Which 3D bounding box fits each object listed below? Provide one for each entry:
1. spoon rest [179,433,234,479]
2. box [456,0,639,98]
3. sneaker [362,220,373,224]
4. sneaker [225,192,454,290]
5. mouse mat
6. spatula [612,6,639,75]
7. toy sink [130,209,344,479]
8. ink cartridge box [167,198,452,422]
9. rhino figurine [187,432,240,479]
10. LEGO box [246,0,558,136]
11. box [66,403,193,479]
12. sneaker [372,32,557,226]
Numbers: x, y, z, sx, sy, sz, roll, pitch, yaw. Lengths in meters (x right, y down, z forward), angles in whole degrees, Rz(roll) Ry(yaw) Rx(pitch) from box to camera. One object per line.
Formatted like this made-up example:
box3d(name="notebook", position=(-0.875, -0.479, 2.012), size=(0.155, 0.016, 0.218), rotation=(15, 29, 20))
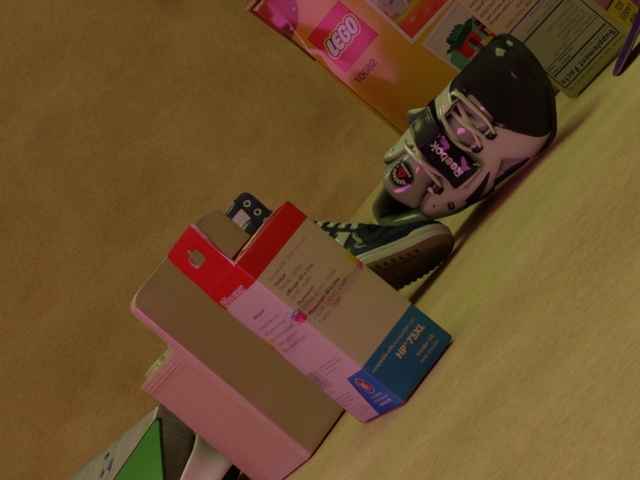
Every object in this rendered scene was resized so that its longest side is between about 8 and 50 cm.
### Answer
box3d(name="spoon rest", position=(-0.089, 0.209, 1.891), size=(0.084, 0.137, 0.276), rotation=(94, -160, -51))
box3d(name="box", position=(0.263, -0.321, 2.058), size=(0.117, 0.243, 0.213), rotation=(-47, 3, 40))
box3d(name="sneaker", position=(0.025, 0.080, 2.192), size=(0.215, 0.083, 0.084), rotation=(-54, 1, 24))
box3d(name="sneaker", position=(0.000, 0.000, 1.985), size=(0.282, 0.153, 0.099), rotation=(-24, -24, 14))
box3d(name="mouse mat", position=(-0.203, 0.290, 1.892), size=(0.152, 0.007, 0.189), rotation=(-55, 23, 20))
box3d(name="spatula", position=(0.390, -0.293, 1.849), size=(0.296, 0.030, 0.084), rotation=(-50, 0, 4))
box3d(name="toy sink", position=(-0.084, 0.112, 1.813), size=(0.153, 0.234, 0.131), rotation=(-53, 4, -35))
box3d(name="ink cartridge box", position=(-0.014, 0.049, 1.537), size=(0.078, 0.231, 0.134), rotation=(-51, 3, -19))
box3d(name="rhino figurine", position=(-0.125, 0.239, 2.071), size=(0.106, 0.073, 0.243), rotation=(-52, -11, -30))
box3d(name="LEGO box", position=(0.213, -0.376, 2.284), size=(0.500, 0.372, 0.193), rotation=(-48, 3, 21))
box3d(name="box", position=(-0.260, 0.351, 2.046), size=(0.322, 0.058, 0.232), rotation=(-38, 31, 47))
box3d(name="sneaker", position=(0.146, -0.095, 1.926), size=(0.146, 0.122, 0.330), rotation=(-31, -15, -26))
